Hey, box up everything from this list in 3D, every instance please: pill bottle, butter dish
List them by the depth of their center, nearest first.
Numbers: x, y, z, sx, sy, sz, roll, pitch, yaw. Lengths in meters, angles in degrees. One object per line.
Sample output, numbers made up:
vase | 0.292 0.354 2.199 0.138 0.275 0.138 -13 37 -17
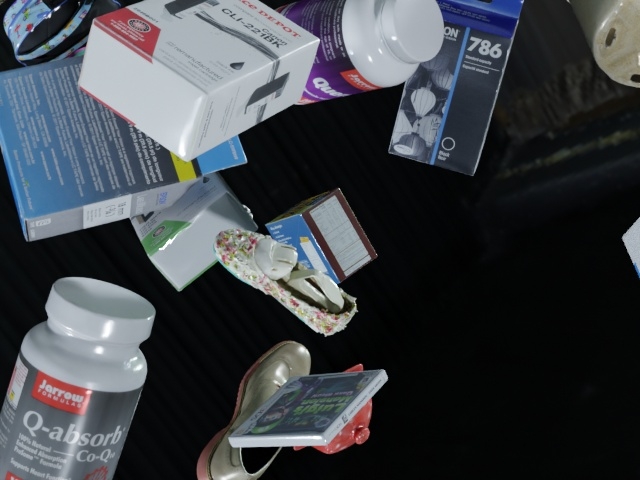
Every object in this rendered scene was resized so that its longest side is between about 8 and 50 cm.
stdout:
pill bottle | -0.408 0.258 1.879 0.210 0.210 0.363 -116 -136 -72
pill bottle | 0.050 -0.342 1.964 0.323 0.181 0.181 -4 -146 47
butter dish | 0.044 0.341 2.164 0.160 0.160 0.118 -22 -134 -38

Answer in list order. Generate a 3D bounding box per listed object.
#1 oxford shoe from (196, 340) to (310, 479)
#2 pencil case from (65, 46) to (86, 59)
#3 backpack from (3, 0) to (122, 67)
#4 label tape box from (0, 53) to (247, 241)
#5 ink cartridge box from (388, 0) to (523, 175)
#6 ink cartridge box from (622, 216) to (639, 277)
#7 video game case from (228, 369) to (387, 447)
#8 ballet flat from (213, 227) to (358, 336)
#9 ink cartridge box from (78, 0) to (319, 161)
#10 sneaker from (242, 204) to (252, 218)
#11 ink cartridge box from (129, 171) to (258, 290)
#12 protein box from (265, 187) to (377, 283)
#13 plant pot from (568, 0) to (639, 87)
oxford shoe | -0.084 0.308 2.025 0.130 0.123 0.348 -27 -154 44
pencil case | -0.335 -0.205 1.866 0.104 0.236 0.104 -39 -175 4
backpack | -0.411 -0.351 1.757 0.173 0.117 0.158 -40 170 3
label tape box | -0.307 -0.158 1.709 0.333 0.241 0.106 -15 163 -15
ink cartridge box | 0.238 -0.292 2.016 0.165 0.333 0.065 16 -157 8
ink cartridge box | 0.695 0.037 2.155 0.086 0.203 0.148 -57 -147 40
video game case | -0.018 0.248 1.690 0.190 0.022 0.173 -10 -159 40
ballet flat | -0.040 0.048 1.619 0.077 0.241 0.091 -28 -143 41
ink cartridge box | -0.159 -0.243 1.556 0.273 0.197 0.114 -36 155 -50
sneaker | -0.212 -0.018 2.300 0.170 0.068 0.071 -32 175 10
ink cartridge box | -0.213 -0.042 1.814 0.160 0.092 0.219 -39 -147 -1
protein box | 0.000 0.000 2.896 0.136 0.201 0.200 -34 -171 -29
plant pot | 0.575 -0.453 2.036 0.334 0.334 0.305 -24 -137 27
